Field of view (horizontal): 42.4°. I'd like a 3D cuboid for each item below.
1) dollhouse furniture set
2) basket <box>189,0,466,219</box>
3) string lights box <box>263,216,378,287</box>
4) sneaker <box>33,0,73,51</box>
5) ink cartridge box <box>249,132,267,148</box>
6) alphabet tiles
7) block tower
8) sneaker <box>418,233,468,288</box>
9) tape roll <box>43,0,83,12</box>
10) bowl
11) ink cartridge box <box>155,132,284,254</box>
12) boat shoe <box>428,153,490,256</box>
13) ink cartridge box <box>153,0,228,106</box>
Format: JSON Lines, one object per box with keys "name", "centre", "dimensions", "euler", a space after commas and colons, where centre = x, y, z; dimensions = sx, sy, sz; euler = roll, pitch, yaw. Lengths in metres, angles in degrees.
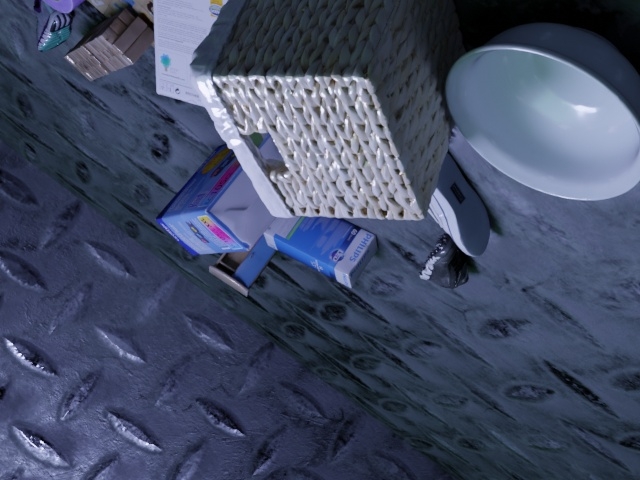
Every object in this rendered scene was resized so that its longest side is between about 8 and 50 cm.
{"name": "dollhouse furniture set", "centre": [-0.241, -0.026, 2.318], "dimensions": [0.286, 0.198, 0.303], "euler": [33, 159, 6]}
{"name": "basket", "centre": [0.035, -0.239, 1.203], "dimensions": [0.267, 0.331, 0.328], "euler": [6, 147, 27]}
{"name": "string lights box", "centre": [0.000, 0.000, 2.095], "dimensions": [0.260, 0.133, 0.076], "euler": [27, 157, 22]}
{"name": "sneaker", "centre": [-0.677, -0.551, 2.059], "dimensions": [0.098, 0.083, 0.224], "euler": [60, 151, -6]}
{"name": "ink cartridge box", "centre": [-0.121, -0.287, 1.520], "dimensions": [0.056, 0.235, 0.171], "euler": [18, 154, 30]}
{"name": "alphabet tiles", "centre": [-0.403, -0.523, 1.760], "dimensions": [0.285, 0.011, 0.343], "euler": [41, 158, -16]}
{"name": "block tower", "centre": [-0.492, -0.450, 1.913], "dimensions": [0.091, 0.097, 0.335], "euler": [45, 159, -26]}
{"name": "sneaker", "centre": [0.292, 0.053, 1.853], "dimensions": [0.106, 0.078, 0.234], "euler": [30, 162, 7]}
{"name": "tape roll", "centre": [-0.570, -0.586, 1.756], "dimensions": [0.189, 0.080, 0.189], "euler": [34, 157, 17]}
{"name": "bowl", "centre": [0.336, -0.201, 1.151], "dimensions": [0.298, 0.134, 0.298], "euler": [31, 159, 13]}
{"name": "ink cartridge box", "centre": [-0.233, -0.107, 2.029], "dimensions": [0.151, 0.270, 0.395], "euler": [45, 157, -20]}
{"name": "boat shoe", "centre": [0.253, -0.077, 1.628], "dimensions": [0.084, 0.095, 0.258], "euler": [14, 140, 52]}
{"name": "ink cartridge box", "centre": [-0.224, -0.404, 1.529], "dimensions": [0.186, 0.065, 0.311], "euler": [20, 126, 26]}
